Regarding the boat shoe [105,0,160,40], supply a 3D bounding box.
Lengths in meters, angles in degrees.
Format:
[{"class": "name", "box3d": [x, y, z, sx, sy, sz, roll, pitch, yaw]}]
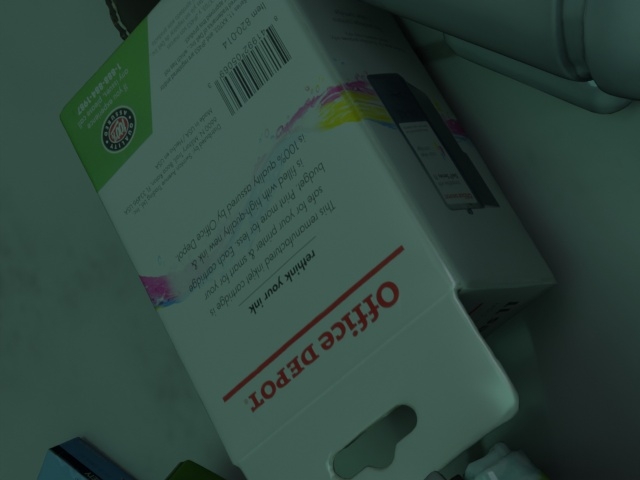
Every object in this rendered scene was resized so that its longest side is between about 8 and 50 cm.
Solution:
[{"class": "boat shoe", "box3d": [-0.104, -0.227, 0.906, 0.117, 0.096, 0.324, 26, 142, 8]}]

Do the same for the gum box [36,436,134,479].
[{"class": "gum box", "box3d": [-0.176, 0.275, 1.145, 0.157, 0.041, 0.184, 33, 113, 22]}]

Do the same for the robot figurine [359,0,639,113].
[{"class": "robot figurine", "box3d": [0.125, -0.198, 0.787, 0.353, 0.200, 0.300, 24, 149, 26]}]

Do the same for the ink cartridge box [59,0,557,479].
[{"class": "ink cartridge box", "box3d": [0.000, 0.000, 0.914, 0.207, 0.119, 0.353, -41, 66, 30]}]

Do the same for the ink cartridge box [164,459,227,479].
[{"class": "ink cartridge box", "box3d": [-0.075, 0.316, 1.031, 0.189, 0.097, 0.255, 27, 111, 7]}]

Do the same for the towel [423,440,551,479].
[{"class": "towel", "box3d": [0.177, 0.274, 0.773, 0.090, 0.320, 0.374, -38, 76, 0]}]
